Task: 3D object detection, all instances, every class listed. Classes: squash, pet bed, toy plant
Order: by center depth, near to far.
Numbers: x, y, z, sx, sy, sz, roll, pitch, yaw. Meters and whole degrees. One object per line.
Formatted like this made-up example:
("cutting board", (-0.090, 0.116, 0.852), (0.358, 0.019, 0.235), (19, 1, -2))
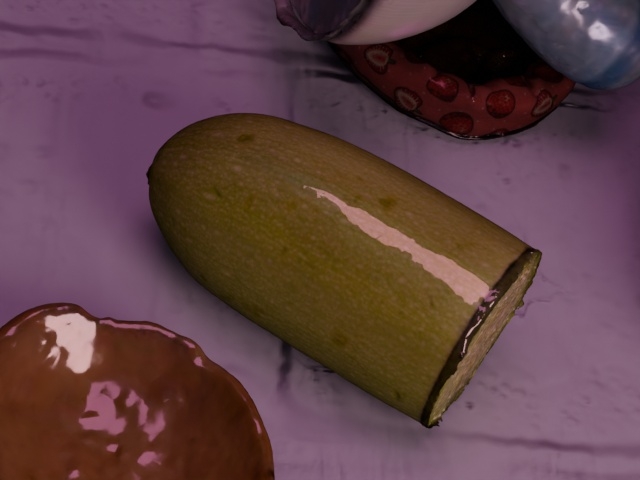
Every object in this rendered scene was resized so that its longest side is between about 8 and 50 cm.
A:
("squash", (0.000, 0.000, 1.110), (0.247, 0.132, 0.132), (30, 50, 14))
("toy plant", (0.151, -0.232, 1.242), (0.332, 0.247, 0.247), (4, 47, -22))
("pet bed", (0.101, -0.155, 1.325), (0.201, 0.053, 0.201), (9, 51, -11))

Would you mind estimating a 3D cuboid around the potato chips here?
("potato chips", (-0.124, 0.129, 1.015), (0.195, 0.062, 0.208), (-27, 58, -37))
